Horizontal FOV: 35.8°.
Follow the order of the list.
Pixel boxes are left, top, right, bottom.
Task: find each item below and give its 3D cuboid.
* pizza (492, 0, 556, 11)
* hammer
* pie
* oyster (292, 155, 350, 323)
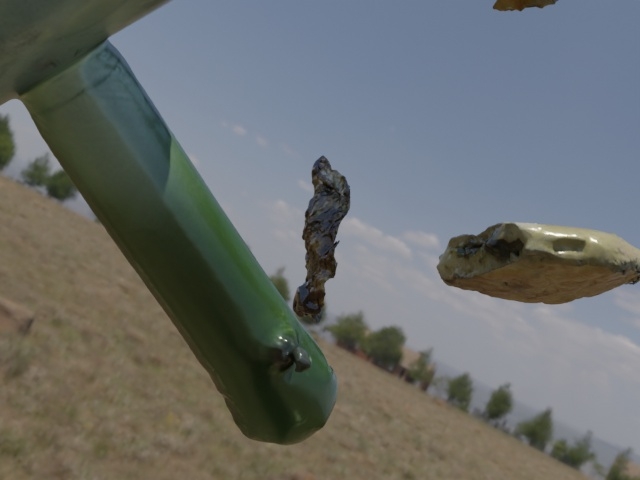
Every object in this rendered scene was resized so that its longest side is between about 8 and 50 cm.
[{"bbox_3d":[0.198,-0.380,0.975,0.130,0.440,0.406,2,-9,14],"label":"pizza"},{"bbox_3d":[-0.086,-0.029,0.426,0.335,0.206,0.119,58,0,-23],"label":"hammer"},{"bbox_3d":[0.221,0.027,0.959,0.185,0.052,0.218,14,-15,-21],"label":"pie"},{"bbox_3d":[-0.001,0.000,0.751,0.029,0.086,0.132,11,36,-10],"label":"oyster"}]
